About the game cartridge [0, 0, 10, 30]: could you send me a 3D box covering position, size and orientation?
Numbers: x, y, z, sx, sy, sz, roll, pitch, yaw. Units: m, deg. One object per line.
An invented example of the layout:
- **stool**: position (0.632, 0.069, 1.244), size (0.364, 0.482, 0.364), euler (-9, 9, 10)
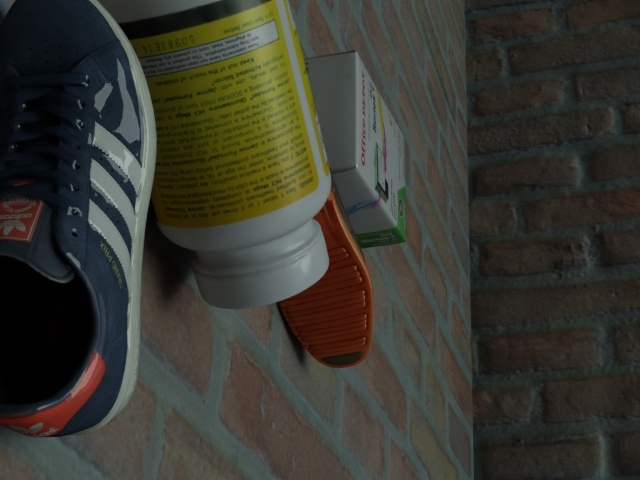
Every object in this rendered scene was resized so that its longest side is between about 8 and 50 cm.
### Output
- **game cartridge**: position (-0.270, -0.192, 0.826), size (0.083, 0.017, 0.056), euler (-31, 109, -72)

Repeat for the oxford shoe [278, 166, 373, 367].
- **oxford shoe**: position (0.000, 0.000, 1.438), size (0.133, 0.129, 0.364), euler (-74, 152, -65)

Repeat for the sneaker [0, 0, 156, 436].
- **sneaker**: position (-0.202, -0.028, 0.780), size (0.148, 0.131, 0.350), euler (12, 72, -77)

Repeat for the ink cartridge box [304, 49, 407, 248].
- **ink cartridge box**: position (0.043, -0.132, 1.633), size (0.278, 0.117, 0.202), euler (49, 38, -60)

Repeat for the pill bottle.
- **pill bottle**: position (-0.096, -0.110, 1.060), size (0.188, 0.187, 0.334), euler (-61, 141, -62)
